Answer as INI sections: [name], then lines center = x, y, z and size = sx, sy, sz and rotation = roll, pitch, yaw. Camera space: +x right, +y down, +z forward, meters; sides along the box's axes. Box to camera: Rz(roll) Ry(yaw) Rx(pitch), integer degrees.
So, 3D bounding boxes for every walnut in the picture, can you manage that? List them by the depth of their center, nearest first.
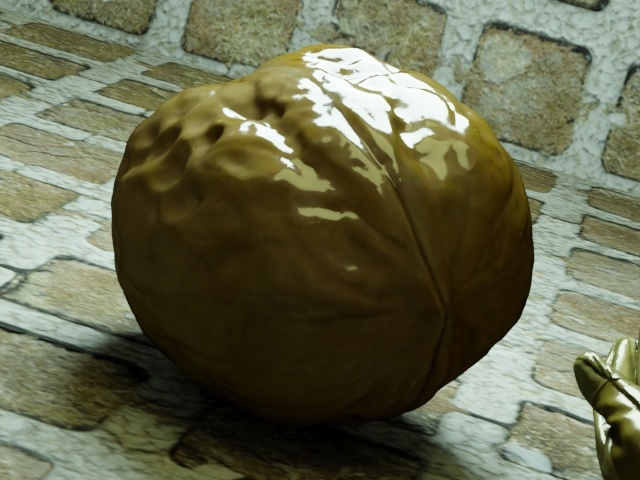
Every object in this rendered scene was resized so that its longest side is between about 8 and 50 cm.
[walnut]
center = 0.000, 0.000, 1.610
size = 0.354, 0.308, 0.398
rotation = -26, 29, -16

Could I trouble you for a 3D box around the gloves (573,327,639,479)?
[gloves]
center = 0.316, 0.183, 1.565
size = 0.154, 0.141, 0.331
rotation = -13, 29, -5
